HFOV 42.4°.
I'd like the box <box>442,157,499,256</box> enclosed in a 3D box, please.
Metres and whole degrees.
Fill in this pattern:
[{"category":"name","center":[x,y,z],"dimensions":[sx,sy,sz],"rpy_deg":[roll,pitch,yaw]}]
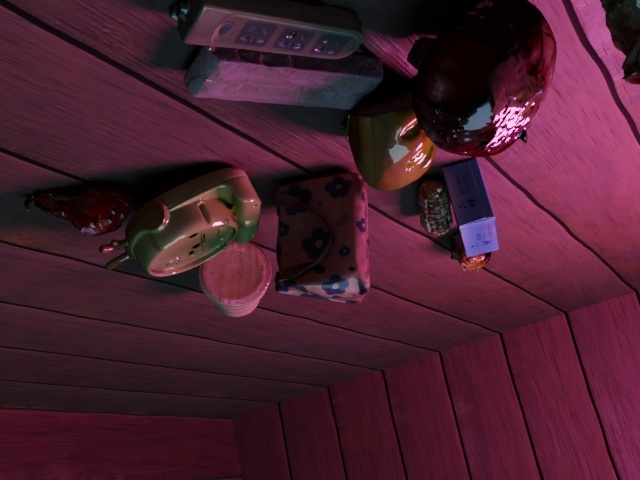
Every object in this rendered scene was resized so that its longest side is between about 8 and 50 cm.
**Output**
[{"category":"box","center":[0.333,-0.067,1.812],"dimensions":[0.083,0.143,0.232],"rpy_deg":[-15,160,10]}]

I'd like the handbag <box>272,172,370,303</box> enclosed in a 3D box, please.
[{"category":"handbag","center":[0.000,0.000,1.667],"dimensions":[0.193,0.252,0.190],"rpy_deg":[0,166,-5]}]

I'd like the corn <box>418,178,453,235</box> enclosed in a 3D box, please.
[{"category":"corn","center":[0.259,-0.075,1.855],"dimensions":[0.079,0.080,0.237],"rpy_deg":[-14,157,4]}]

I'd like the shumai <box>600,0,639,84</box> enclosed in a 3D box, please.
[{"category":"shumai","center":[0.485,-0.333,1.095],"dimensions":[0.225,0.222,0.261],"rpy_deg":[-13,155,11]}]

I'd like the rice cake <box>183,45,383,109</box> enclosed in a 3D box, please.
[{"category":"rice cake","center":[-0.052,-0.247,1.248],"dimensions":[0.297,0.050,0.106],"rpy_deg":[0,157,-30]}]

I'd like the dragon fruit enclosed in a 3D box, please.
[{"category":"dragon fruit","center":[-0.439,-0.052,1.501],"dimensions":[0.190,0.094,0.094],"rpy_deg":[-3,158,-12]}]

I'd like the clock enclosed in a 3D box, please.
[{"category":"clock","center":[-0.267,-0.015,1.575],"dimensions":[0.308,0.096,0.235],"rpy_deg":[-24,165,-14]}]

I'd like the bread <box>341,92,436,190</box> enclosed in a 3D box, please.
[{"category":"bread","center":[0.129,-0.166,1.404],"dimensions":[0.158,0.156,0.261],"rpy_deg":[-12,-164,-4]}]

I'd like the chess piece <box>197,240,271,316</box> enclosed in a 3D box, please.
[{"category":"chess piece","center":[-0.206,0.113,1.984],"dimensions":[0.167,0.167,0.300],"rpy_deg":[-9,164,-8]}]

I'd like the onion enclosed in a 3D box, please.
[{"category":"onion","center":[0.223,-0.243,1.210],"dimensions":[0.219,0.252,0.252],"rpy_deg":[28,173,23]}]

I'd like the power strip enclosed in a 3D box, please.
[{"category":"power strip","center":[-0.061,-0.294,1.130],"dimensions":[0.285,0.048,0.080],"rpy_deg":[-1,158,-32]}]

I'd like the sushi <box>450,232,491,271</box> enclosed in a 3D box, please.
[{"category":"sushi","center":[0.394,0.031,2.184],"dimensions":[0.097,0.103,0.226],"rpy_deg":[-39,157,-4]}]
